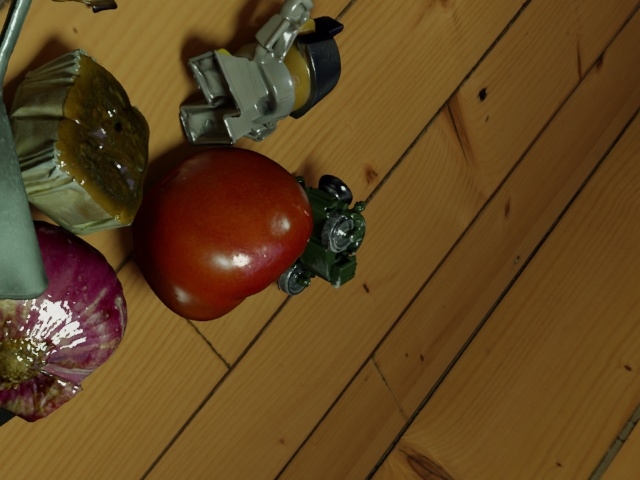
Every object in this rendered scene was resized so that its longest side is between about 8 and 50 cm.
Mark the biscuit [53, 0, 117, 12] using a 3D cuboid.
[{"bbox_3d":[-0.233,-0.360,1.209,0.203,0.041,0.260,-37,172,35],"label":"biscuit"}]

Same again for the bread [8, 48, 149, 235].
[{"bbox_3d":[-0.303,-0.121,1.253,0.210,0.110,0.192,57,32,-56],"label":"bread"}]

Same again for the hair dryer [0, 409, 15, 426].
[{"bbox_3d":[-0.468,0.234,1.437,0.251,0.089,0.197,-34,140,-52],"label":"hair dryer"}]

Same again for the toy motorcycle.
[{"bbox_3d":[0.000,0.000,1.800,0.127,0.205,0.275,-40,139,-33],"label":"toy motorcycle"}]

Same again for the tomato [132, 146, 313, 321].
[{"bbox_3d":[-0.163,-0.016,1.490,0.299,0.226,0.298,-41,-169,9],"label":"tomato"}]

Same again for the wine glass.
[{"bbox_3d":[-0.338,-0.168,1.011,0.267,0.267,0.406,15,100,-59],"label":"wine glass"}]

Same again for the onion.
[{"bbox_3d":[-0.386,0.083,1.241,0.230,0.272,0.256,-52,137,2],"label":"onion"}]

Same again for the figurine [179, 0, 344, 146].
[{"bbox_3d":[-0.075,-0.254,1.517,0.308,0.143,0.308,-33,174,-4],"label":"figurine"}]
